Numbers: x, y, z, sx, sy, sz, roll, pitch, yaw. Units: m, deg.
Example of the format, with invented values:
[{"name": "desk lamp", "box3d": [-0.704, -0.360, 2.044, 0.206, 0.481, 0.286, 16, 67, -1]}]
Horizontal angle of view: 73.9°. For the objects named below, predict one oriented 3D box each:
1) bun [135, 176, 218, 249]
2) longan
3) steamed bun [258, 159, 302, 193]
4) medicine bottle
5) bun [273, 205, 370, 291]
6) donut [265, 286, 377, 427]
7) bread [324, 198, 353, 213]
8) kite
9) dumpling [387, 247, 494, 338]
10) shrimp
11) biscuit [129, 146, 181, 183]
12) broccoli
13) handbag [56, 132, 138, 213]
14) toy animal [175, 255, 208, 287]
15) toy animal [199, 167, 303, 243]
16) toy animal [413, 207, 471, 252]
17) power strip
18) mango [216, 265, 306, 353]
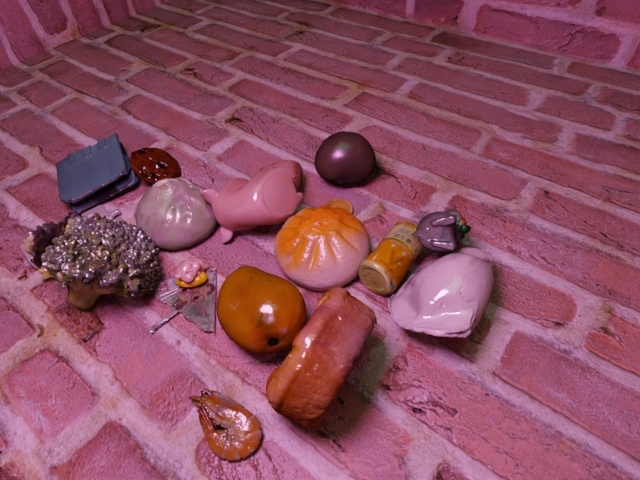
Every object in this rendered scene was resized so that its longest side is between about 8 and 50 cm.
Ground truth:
[{"name": "bun", "box3d": [-0.482, -0.108, 1.411, 0.283, 0.179, 0.283, -1, 50, 1]}, {"name": "longan", "box3d": [0.086, -0.295, 1.529, 0.220, 0.196, 0.196, -9, 48, -1]}, {"name": "steamed bun", "box3d": [-0.147, -0.202, 1.526, 0.175, 0.106, 0.145, -10, 52, 13]}, {"name": "medicine bottle", "box3d": [0.220, 0.043, 1.257, 0.124, 0.124, 0.239, 26, 53, 25]}, {"name": "bun", "box3d": [0.000, 0.000, 1.288, 0.299, 0.165, 0.299, -3, 46, 3]}, {"name": "donut", "box3d": [0.004, 0.263, 0.975, 0.150, 0.299, 0.317, 30, 80, 12]}, {"name": "bread", "box3d": [0.060, -0.104, 1.469, 0.110, 0.024, 0.110, -2, 49, 2]}, {"name": "kite", "box3d": [-0.403, 0.173, 1.263, 0.323, 0.013, 0.268, 22, 52, 25]}, {"name": "dumpling", "box3d": [0.324, 0.127, 1.150, 0.260, 0.181, 0.341, 0, 56, 36]}, {"name": "shrimp", "box3d": [-0.235, 0.427, 0.998, 0.217, 0.051, 0.115, 27, 57, 22]}, {"name": "biscuit", "box3d": [-0.624, -0.286, 1.615, 0.192, 0.049, 0.192, 26, 35, -20]}, {"name": "broccoli", "box3d": [-0.633, 0.047, 1.204, 0.272, 0.324, 0.334, -37, 47, -7]}, {"name": "handbag", "box3d": [-0.842, -0.251, 1.607, 0.268, 0.100, 0.274, -32, 55, -8]}, {"name": "toy animal", "box3d": [-0.384, 0.085, 1.281, 0.091, 0.082, 0.114, 13, 47, 16]}, {"name": "toy animal", "box3d": [-0.219, -0.131, 1.370, 0.256, 0.195, 0.213, -11, 21, 35]}, {"name": "toy animal", "box3d": [0.374, -0.038, 1.261, 0.127, 0.125, 0.251, 36, 21, 19]}, {"name": "power strip", "box3d": [-0.836, -0.020, 1.439, 0.338, 0.058, 0.098, -35, 54, -25]}, {"name": "mango", "box3d": [-0.169, 0.174, 1.130, 0.211, 0.173, 0.317, -43, 39, -14]}]
